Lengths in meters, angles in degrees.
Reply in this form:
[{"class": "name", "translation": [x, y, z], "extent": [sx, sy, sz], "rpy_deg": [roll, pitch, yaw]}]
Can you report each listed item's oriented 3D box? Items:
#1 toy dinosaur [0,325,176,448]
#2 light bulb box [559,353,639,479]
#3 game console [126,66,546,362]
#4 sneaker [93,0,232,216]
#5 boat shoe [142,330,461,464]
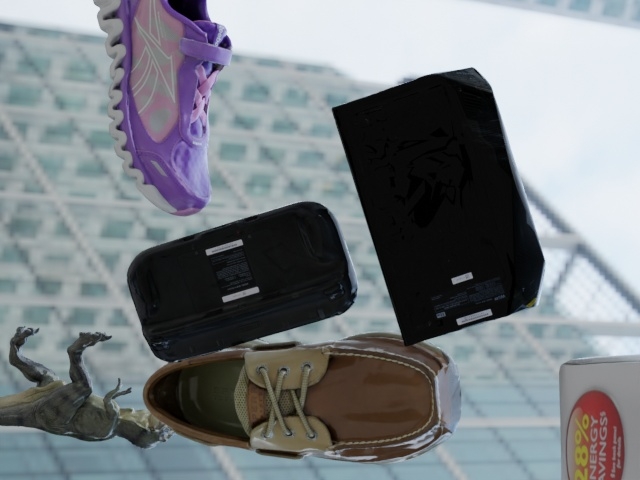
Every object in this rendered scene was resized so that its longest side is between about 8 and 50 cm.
[{"class": "toy dinosaur", "translation": [-0.269, 0.149, 1.843], "extent": [0.064, 0.268, 0.118], "rpy_deg": [-161, -105, -85]}, {"class": "light bulb box", "translation": [0.348, 0.245, 1.065], "extent": [0.225, 0.361, 0.358], "rpy_deg": [167, -75, -70]}, {"class": "game console", "translation": [0.000, 0.000, 1.551], "extent": [0.361, 0.044, 0.213], "rpy_deg": [-17, -92, 15]}, {"class": "sneaker", "translation": [-0.122, -0.140, 1.552], "extent": [0.104, 0.095, 0.236], "rpy_deg": [-18, -106, 25]}, {"class": "boat shoe", "translation": [-0.026, 0.147, 1.634], "extent": [0.324, 0.120, 0.122], "rpy_deg": [-5, -90, 40]}]
